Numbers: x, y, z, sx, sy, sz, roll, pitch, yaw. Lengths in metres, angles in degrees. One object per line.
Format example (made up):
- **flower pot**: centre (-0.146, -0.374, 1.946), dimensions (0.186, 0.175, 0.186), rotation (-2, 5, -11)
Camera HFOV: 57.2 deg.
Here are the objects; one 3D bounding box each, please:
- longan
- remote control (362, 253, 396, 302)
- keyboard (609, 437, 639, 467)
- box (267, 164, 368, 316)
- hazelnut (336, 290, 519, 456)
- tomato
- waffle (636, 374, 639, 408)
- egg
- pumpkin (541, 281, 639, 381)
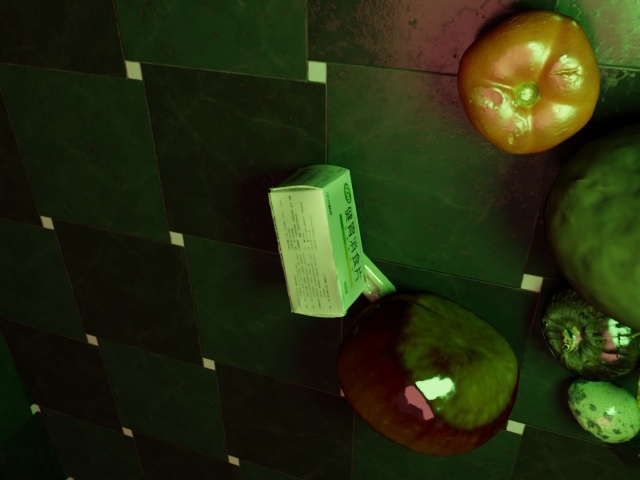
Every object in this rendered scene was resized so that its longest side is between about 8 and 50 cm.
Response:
- **longan**: centre (0.631, -0.023, 1.008), dimensions (0.436, 0.404, 0.404), rotation (11, 131, 56)
- **remote control**: centre (0.111, 0.089, 1.538), dimensions (0.221, 0.042, 0.078), rotation (46, 128, -8)
- **keyboard**: centre (0.836, 0.515, 1.404), dimensions (0.106, 0.027, 0.317), rotation (46, 158, -2)
- **box**: centre (-0.001, -0.002, 1.414), dimensions (0.145, 0.173, 0.333), rotation (-2, 110, 25)
- **hazelnut**: centre (0.254, 0.334, 1.418), dimensions (0.429, 0.402, 0.402), rotation (24, 129, -8)
- **tomato**: centre (0.386, -0.291, 1.081), dimensions (0.259, 0.180, 0.260), rotation (10, 125, 15)
- **waffle**: centre (0.730, 0.235, 1.235), dimensions (0.052, 0.254, 0.245), rotation (22, 118, 38)
- **egg**: centre (0.688, 0.407, 1.428), dimensions (0.181, 0.141, 0.141), rotation (37, 129, 12)
- **pumpkin**: centre (0.597, 0.196, 1.287), dimensions (0.238, 0.159, 0.238), rotation (37, 138, 42)
